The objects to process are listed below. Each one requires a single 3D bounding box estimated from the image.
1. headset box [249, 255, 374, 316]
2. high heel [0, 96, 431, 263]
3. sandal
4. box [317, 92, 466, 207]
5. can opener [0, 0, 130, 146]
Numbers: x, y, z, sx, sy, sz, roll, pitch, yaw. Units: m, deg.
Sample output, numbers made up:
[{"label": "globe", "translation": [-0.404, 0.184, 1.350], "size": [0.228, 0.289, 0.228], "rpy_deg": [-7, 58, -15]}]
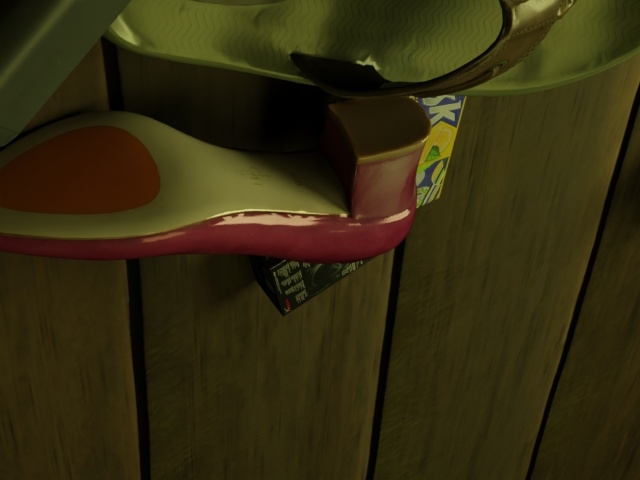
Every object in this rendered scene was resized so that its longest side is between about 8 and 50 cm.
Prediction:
[{"label": "headset box", "translation": [0.000, 0.000, 1.021], "size": [0.083, 0.032, 0.062], "rpy_deg": [-34, 153, -11]}, {"label": "high heel", "translation": [-0.063, -0.010, 0.860], "size": [0.244, 0.082, 0.117], "rpy_deg": [-15, 148, -22]}, {"label": "sandal", "translation": [0.040, -0.106, 0.774], "size": [0.303, 0.086, 0.120], "rpy_deg": [-4, 125, -24]}, {"label": "box", "translation": [0.042, -0.082, 0.924], "size": [0.059, 0.054, 0.169], "rpy_deg": [-25, 149, -25]}, {"label": "can opener", "translation": [-0.148, -0.077, 0.682], "size": [0.280, 0.074, 0.093], "rpy_deg": [-44, 151, 11]}]
